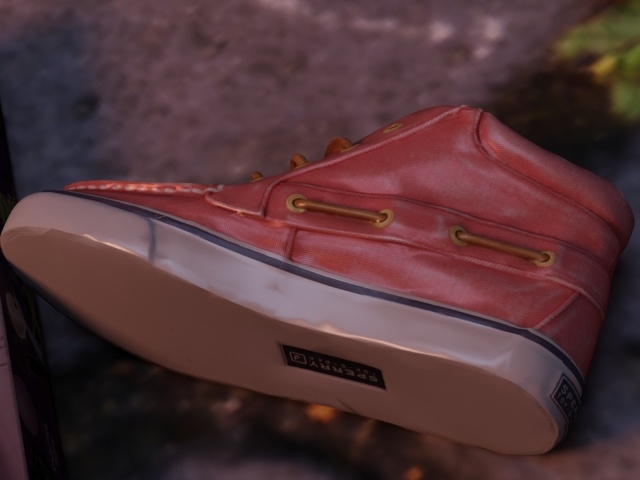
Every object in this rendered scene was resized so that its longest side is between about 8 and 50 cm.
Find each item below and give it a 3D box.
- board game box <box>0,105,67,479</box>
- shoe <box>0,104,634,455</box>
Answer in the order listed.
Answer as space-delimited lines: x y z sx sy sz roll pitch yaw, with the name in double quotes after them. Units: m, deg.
-0.176 0.092 0.572 0.208 0.056 0.346 -20 53 5 "board game box"
0.000 0.000 0.584 0.178 0.063 0.081 15 59 17 "shoe"
